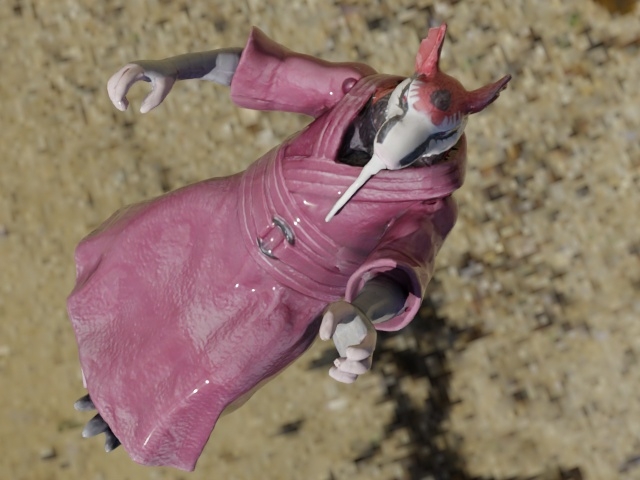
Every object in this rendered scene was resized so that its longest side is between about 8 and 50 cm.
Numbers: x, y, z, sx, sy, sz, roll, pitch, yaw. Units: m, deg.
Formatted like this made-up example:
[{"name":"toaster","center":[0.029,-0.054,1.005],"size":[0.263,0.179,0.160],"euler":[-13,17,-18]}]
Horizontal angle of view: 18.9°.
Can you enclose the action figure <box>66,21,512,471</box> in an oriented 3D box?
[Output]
[{"name":"action figure","center":[0.000,0.000,1.216],"size":[0.370,0.248,0.275],"euler":[-37,158,34]}]

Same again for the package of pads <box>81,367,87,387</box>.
[{"name":"package of pads","center":[-0.167,0.078,1.508],"size":[0.032,0.083,0.050],"euler":[-13,-167,-39]}]
